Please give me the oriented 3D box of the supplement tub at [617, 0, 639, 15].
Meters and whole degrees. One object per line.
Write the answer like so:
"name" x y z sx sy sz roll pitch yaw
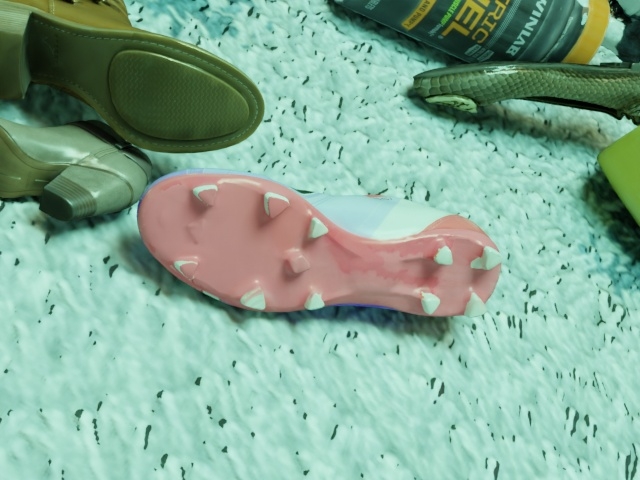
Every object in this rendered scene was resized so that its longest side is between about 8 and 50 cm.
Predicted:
"supplement tub" 0.520 -0.269 1.175 0.316 0.228 0.228 35 38 0

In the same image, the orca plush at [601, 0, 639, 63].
"orca plush" 0.241 -0.304 1.049 0.287 0.102 0.151 40 0 25

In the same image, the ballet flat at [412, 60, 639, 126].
"ballet flat" 0.201 -0.129 0.902 0.250 0.058 0.084 -3 12 -17

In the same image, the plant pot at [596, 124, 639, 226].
"plant pot" 0.402 -0.036 0.856 0.254 0.254 0.239 -24 82 -47

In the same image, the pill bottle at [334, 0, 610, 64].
"pill bottle" 0.143 -0.233 0.944 0.246 0.130 0.130 19 41 -18

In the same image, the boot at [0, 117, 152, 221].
"boot" -0.161 -0.054 0.615 0.118 0.042 0.087 38 32 2

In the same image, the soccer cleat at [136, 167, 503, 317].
"soccer cleat" 0.000 0.000 0.654 0.248 0.083 0.095 9 15 -22

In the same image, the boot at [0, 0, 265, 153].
"boot" -0.133 -0.129 0.661 0.197 0.073 0.152 14 27 -14
